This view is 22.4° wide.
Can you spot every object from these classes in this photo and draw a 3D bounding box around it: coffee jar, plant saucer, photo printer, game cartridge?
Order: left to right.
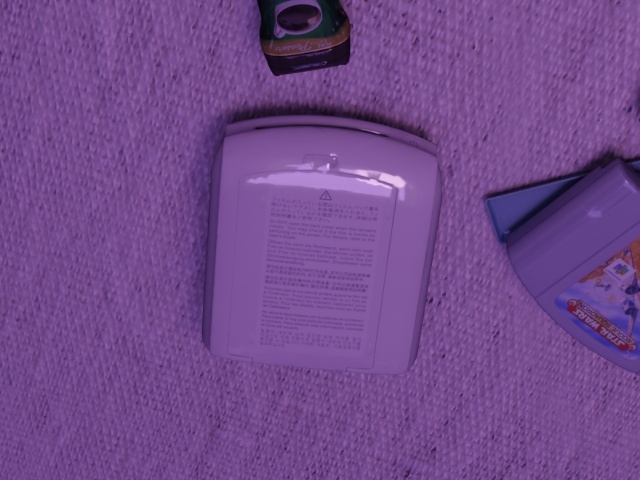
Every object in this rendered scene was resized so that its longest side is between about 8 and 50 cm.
[{"bbox_3d":[-0.026,-0.257,1.636,0.096,0.079,0.184,-8,124,5],"label":"coffee jar"},{"bbox_3d":[0.000,0.000,1.803,0.256,0.107,0.307,5,125,-1],"label":"photo printer"},{"bbox_3d":[0.284,-0.046,1.809,0.192,0.018,0.067,-15,124,12],"label":"plant saucer"},{"bbox_3d":[0.364,0.048,1.839,0.297,0.062,0.198,35,118,-25],"label":"game cartridge"}]
